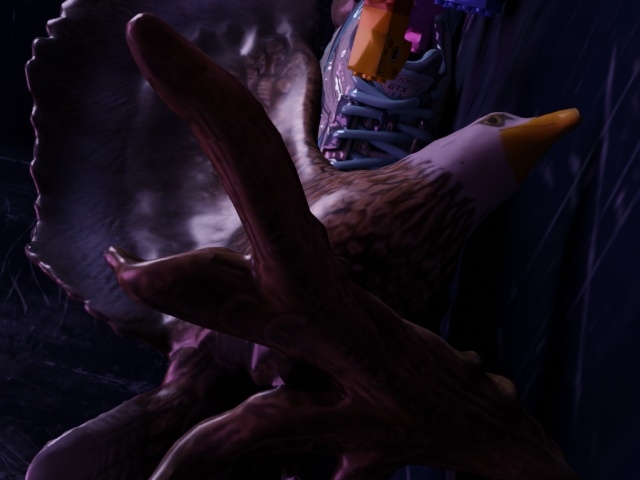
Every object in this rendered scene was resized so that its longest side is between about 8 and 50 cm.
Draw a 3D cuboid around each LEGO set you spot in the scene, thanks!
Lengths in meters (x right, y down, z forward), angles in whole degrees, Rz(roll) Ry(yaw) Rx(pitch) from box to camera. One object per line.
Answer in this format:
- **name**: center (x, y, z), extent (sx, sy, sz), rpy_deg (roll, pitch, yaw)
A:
- **LEGO set**: center (0.033, -0.134, 0.656), extent (0.227, 0.087, 0.093), rpy_deg (3, -76, -54)

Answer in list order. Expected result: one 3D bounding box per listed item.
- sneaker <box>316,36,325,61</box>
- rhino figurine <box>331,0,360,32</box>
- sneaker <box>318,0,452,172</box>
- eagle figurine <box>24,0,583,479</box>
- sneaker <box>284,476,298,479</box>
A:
- **sneaker**: center (-0.064, -0.073, 0.973), extent (0.343, 0.146, 0.134), rpy_deg (67, -148, -66)
- **rhino figurine**: center (0.047, -0.227, 1.253), extent (0.243, 0.073, 0.106), rpy_deg (-100, 22, -75)
- **sneaker**: center (0.027, -0.071, 0.803), extent (0.122, 0.110, 0.283), rpy_deg (119, 165, -56)
- **eagle figurine**: center (-0.001, 0.001, 0.477), extent (0.298, 0.225, 0.226), rpy_deg (-122, 31, -69)
- **sneaker**: center (-0.010, 0.185, 0.894), extent (0.098, 0.038, 0.069), rpy_deg (92, -172, -66)
